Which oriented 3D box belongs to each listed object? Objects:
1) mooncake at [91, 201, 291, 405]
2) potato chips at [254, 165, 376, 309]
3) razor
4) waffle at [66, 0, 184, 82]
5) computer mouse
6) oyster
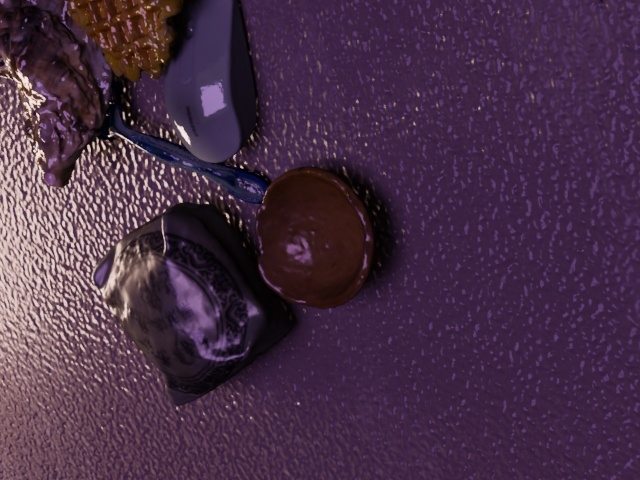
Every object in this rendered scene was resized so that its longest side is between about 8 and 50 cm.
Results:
[{"bbox_3d":[-0.187,0.083,1.954,0.254,0.136,0.250,-35,86,42],"label":"mooncake"},{"bbox_3d":[0.001,-0.001,1.814,0.195,0.062,0.208,50,132,22],"label":"potato chips"},{"bbox_3d":[-0.200,-0.121,1.945,0.324,0.056,0.093,29,120,29],"label":"razor"},{"bbox_3d":[-0.266,-0.351,1.860,0.262,0.060,0.280,43,138,23],"label":"waffle"},{"bbox_3d":[-0.153,-0.216,1.859,0.128,0.079,0.231,-5,99,39],"label":"computer mouse"},{"bbox_3d":[-0.405,-0.229,2.028,0.238,0.115,0.351,-41,60,42],"label":"oyster"}]
